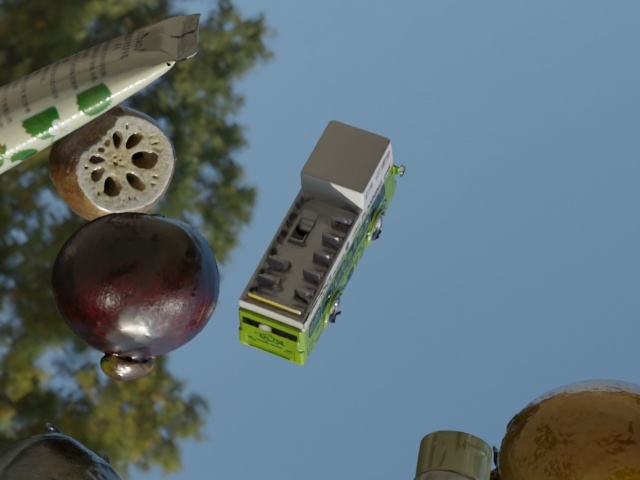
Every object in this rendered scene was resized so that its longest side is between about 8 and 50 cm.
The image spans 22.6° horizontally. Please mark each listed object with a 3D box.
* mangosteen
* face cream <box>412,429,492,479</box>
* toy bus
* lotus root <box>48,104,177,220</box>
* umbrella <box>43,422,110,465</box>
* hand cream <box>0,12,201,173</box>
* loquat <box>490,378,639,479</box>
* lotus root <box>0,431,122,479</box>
[{"bbox_3d":[-0.160,0.048,1.391,0.152,0.152,0.152,-20,-147,14],"label":"mangosteen"},{"bbox_3d":[0.108,0.285,1.449,0.070,0.114,0.224,-40,-149,49],"label":"face cream"},{"bbox_3d":[0.000,0.000,2.022,0.113,0.139,0.301,19,-121,15],"label":"toy bus"},{"bbox_3d":[-0.198,-0.073,1.570,0.122,0.112,0.081,-47,-161,-16],"label":"lotus root"},{"bbox_3d":[-0.237,0.308,1.904,0.269,0.044,0.044,44,-84,19],"label":"umbrella"},{"bbox_3d":[-0.203,-0.082,1.082,0.276,0.059,0.095,-25,-156,10],"label":"hand cream"},{"bbox_3d":[0.299,0.281,1.736,0.275,0.275,0.275,-20,-147,14],"label":"loquat"},{"bbox_3d":[-0.247,0.244,1.135,0.158,0.140,0.322,12,-155,15],"label":"lotus root"}]
